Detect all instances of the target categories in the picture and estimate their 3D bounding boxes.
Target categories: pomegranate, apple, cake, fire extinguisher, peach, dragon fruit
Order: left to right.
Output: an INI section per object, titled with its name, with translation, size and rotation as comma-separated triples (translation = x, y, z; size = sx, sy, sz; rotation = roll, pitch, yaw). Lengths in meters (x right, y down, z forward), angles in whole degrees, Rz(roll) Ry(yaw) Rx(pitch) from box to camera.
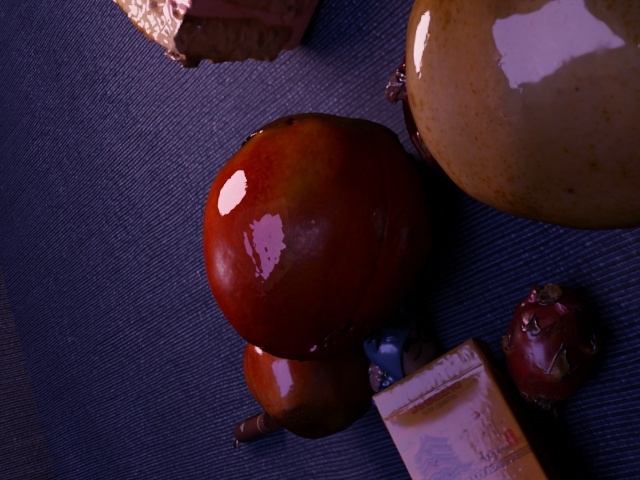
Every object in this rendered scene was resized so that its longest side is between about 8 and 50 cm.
[cake]
translation = -0.168, -0.486, 1.638
size = 0.314, 0.293, 0.307
rotation = 43, 125, 33
[fire extinguisher]
translation = -0.136, 0.382, 2.009
size = 0.158, 0.043, 0.064
rotation = -32, 43, 51
[apple]
translation = -0.016, 0.223, 1.664
size = 0.230, 0.230, 0.230
rotation = 17, 112, 50
[peach]
translation = 0.000, 0.000, 1.474
size = 0.370, 0.370, 0.370
rotation = 17, 112, 50
[dragon fruit]
translation = 0.308, 0.172, 1.326
size = 0.125, 0.125, 0.246
rotation = 19, 132, 26
[pomegranate]
translation = 0.284, -0.207, 0.990
size = 0.416, 0.416, 0.417
rotation = 17, 112, 50

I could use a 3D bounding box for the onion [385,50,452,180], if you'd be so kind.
[onion]
translation = 0.183, -0.211, 1.315
size = 0.272, 0.195, 0.272
rotation = 10, 102, 60

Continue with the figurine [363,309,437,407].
[figurine]
translation = 0.135, 0.198, 1.566
size = 0.144, 0.114, 0.178
rotation = 30, 135, 27

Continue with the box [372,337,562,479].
[box]
translation = 0.210, 0.294, 1.351
size = 0.174, 0.076, 0.274
rotation = -33, 67, 15
